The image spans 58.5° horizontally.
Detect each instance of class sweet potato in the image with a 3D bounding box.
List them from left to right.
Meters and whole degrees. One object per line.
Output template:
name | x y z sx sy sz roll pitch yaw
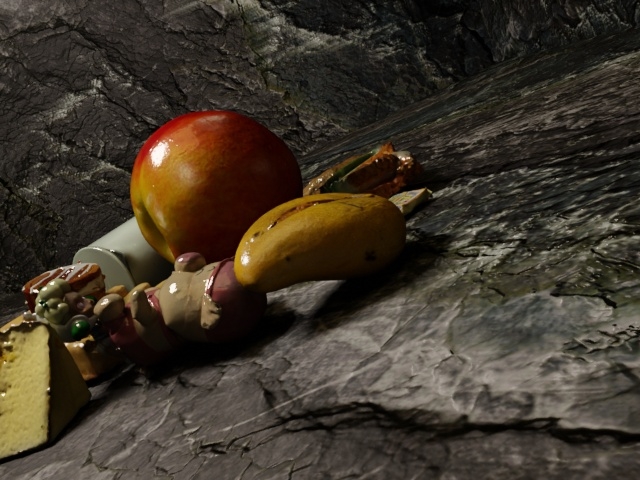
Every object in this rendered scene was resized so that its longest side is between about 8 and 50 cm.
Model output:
sweet potato | 0.046 -0.152 1.545 0.341 0.092 0.114 -34 -9 -33

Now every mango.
mango | 0.001 -0.006 0.871 0.294 0.120 0.177 -10 28 -30

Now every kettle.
kettle | -0.453 0.043 1.451 0.264 0.205 0.318 -13 21 32

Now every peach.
peach | -0.212 -0.102 1.253 0.388 0.388 0.388 -23 14 6

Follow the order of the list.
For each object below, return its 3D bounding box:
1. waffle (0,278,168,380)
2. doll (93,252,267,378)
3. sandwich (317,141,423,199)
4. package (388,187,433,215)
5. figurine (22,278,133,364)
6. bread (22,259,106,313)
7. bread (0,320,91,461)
waffle | -0.488 0.177 1.156 0.348 0.078 0.304 -6 18 22
doll | -0.207 0.102 0.908 0.255 0.152 0.196 -17 29 16
sandwich | 0.124 -0.139 1.295 0.212 0.109 0.292 -23 13 16
package | 0.157 -0.068 1.152 0.120 0.031 0.108 -35 17 -30
figurine | -0.387 0.136 0.958 0.094 0.197 0.147 -63 21 6
bread | -0.520 0.101 1.168 0.160 0.073 0.160 -13 17 4
bread | -0.508 0.234 0.880 0.240 0.178 0.135 -19 13 15
